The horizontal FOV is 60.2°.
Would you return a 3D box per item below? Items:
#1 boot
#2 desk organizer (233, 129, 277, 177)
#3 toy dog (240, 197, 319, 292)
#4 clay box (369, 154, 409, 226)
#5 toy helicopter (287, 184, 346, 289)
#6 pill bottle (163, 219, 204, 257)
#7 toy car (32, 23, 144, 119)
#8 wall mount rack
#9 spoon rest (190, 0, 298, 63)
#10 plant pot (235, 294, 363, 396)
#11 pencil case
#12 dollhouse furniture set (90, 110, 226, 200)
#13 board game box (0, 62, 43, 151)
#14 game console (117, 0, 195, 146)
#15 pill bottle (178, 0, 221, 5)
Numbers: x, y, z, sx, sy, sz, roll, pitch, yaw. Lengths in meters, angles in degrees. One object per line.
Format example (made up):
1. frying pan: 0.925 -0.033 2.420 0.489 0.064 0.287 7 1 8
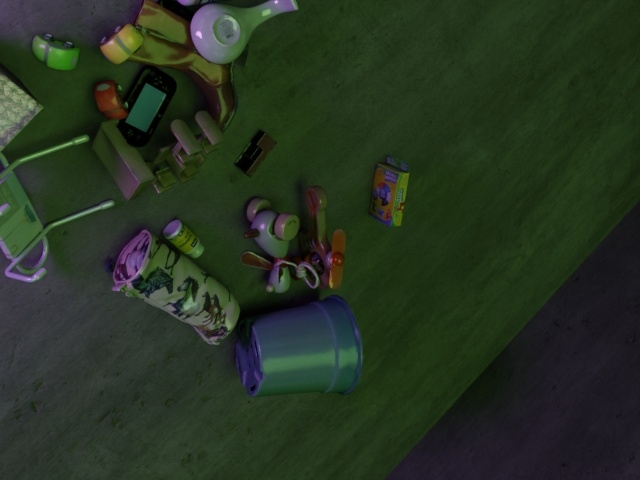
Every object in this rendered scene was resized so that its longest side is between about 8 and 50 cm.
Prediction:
1. boot: -0.328 -0.405 1.334 0.280 0.096 0.264 8 107 -38
2. desk organizer: -0.189 -0.253 1.600 0.050 0.047 0.130 37 88 -39
3. toy dog: -0.159 0.040 1.681 0.161 0.220 0.333 -35 116 -38
4. clay box: 0.235 -0.173 1.895 0.053 0.127 0.222 -10 117 -31
5. toy helicopter: 0.000 0.000 1.741 0.140 0.235 0.355 -19 122 -27
6. pill bottle: -0.387 -0.001 1.573 0.065 0.065 0.116 -47 132 -7
7. toy car: -0.527 -0.390 1.230 0.225 0.053 0.239 15 125 -18
8. wall mount rack: -0.644 -0.083 1.284 0.350 0.130 0.304 88 18 -44
9. spoon rest: -0.187 -0.527 1.337 0.276 0.084 0.137 -33 115 -20
10. plant pot: -0.086 0.362 1.824 0.334 0.341 0.341 -2 114 -27
11. pencil case: -0.401 0.149 1.574 0.410 0.160 0.183 45 67 -41
12. dollhouse furniture set: -0.398 -0.226 1.345 0.242 0.212 0.161 -34 90 -41
13. board game box: -0.698 -0.252 1.069 0.232 0.291 0.141 -48 131 -5
14. game console: -0.390 -0.397 1.383 0.213 0.044 0.361 26 96 -41
15. pill bottle: -0.219 -0.651 1.305 0.265 0.153 0.153 -20 123 -27
